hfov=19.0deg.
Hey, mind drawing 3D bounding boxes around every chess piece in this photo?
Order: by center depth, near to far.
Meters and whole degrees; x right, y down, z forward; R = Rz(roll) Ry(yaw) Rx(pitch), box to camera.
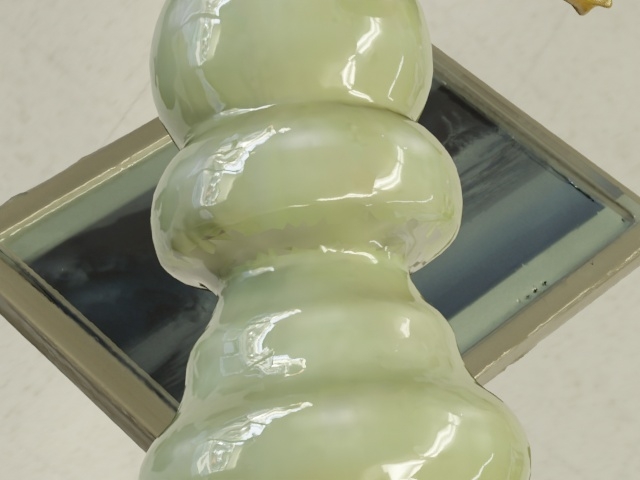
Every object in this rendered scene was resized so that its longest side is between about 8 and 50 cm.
[{"bbox_3d":[-0.006,0.007,0.691,0.144,0.144,0.251,0,71,-21],"label":"chess piece"}]

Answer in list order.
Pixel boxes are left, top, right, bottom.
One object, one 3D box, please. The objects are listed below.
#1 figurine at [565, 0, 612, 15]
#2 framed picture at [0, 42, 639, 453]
[{"bbox_3d":[0.050,-0.131,0.733,0.122,0.176,0.121,-23,88,20],"label":"figurine"},{"bbox_3d":[0.000,0.000,1.375,0.326,0.028,0.446,39,51,22],"label":"framed picture"}]
